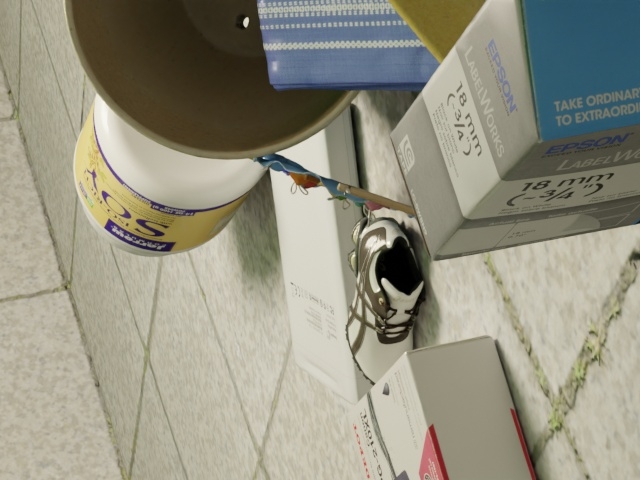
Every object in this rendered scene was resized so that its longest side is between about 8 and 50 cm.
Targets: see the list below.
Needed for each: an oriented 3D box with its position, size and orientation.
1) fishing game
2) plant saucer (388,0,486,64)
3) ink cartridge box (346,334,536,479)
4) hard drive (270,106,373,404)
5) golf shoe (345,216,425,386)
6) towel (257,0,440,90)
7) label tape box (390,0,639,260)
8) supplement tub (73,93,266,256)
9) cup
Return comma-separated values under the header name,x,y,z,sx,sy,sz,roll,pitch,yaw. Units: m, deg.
name,x,y,z,sx,sy,sz,roll,pitch,yaw
fishing game,0.015,-0.048,1.897,0.264,0.189,0.041,22,93,62
plant saucer,0.122,-0.277,1.437,0.332,0.081,0.333,50,159,1
ink cartridge box,0.119,0.217,1.855,0.237,0.100,0.172,124,134,-65
hard drive,0.000,0.000,2.188,0.233,0.047,0.353,-153,54,-69
golf shoe,0.072,0.075,1.961,0.094,0.077,0.198,-153,53,-68
towel,0.032,-0.307,1.733,0.243,0.040,0.336,2,104,36
label tape box,0.209,-0.105,1.155,0.333,0.241,0.106,124,133,-66
supplement tub,-0.200,-0.118,2.420,0.331,0.241,0.241,132,126,-68
cup,-0.087,-0.267,1.939,0.237,0.331,0.331,-67,-29,-77
